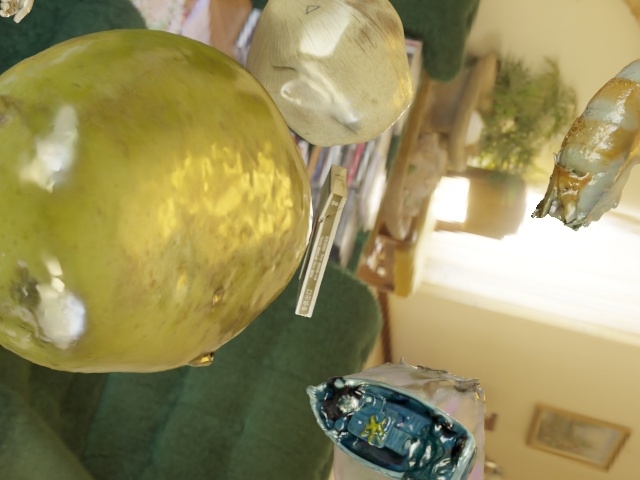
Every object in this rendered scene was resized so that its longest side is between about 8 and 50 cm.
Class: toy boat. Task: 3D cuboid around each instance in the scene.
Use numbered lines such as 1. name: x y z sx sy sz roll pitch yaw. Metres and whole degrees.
1. toy boat: 0.047 0.131 0.668 0.061 0.137 0.060 40 76 -47

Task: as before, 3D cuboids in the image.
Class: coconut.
1. coconut: 0.011 -0.227 1.172 0.224 0.224 0.224 13 90 -77

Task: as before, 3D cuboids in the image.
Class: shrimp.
1. shrimp: 0.341 -0.100 0.991 0.287 0.068 0.185 -3 113 -42

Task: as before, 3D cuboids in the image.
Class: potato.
1. potato: -0.101 -0.019 0.530 0.228 0.148 0.197 -43 121 -48

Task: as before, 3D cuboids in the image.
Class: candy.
1. candy: 0.115 0.260 1.224 0.137 0.185 0.195 -8 102 -39

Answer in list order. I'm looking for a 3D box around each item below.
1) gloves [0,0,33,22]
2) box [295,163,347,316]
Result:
1. gloves: -0.396 -0.313 1.251 0.044 0.037 0.081 53 24 -14
2. box: 0.000 0.000 1.370 0.109 0.029 0.198 -87 -169 -64
